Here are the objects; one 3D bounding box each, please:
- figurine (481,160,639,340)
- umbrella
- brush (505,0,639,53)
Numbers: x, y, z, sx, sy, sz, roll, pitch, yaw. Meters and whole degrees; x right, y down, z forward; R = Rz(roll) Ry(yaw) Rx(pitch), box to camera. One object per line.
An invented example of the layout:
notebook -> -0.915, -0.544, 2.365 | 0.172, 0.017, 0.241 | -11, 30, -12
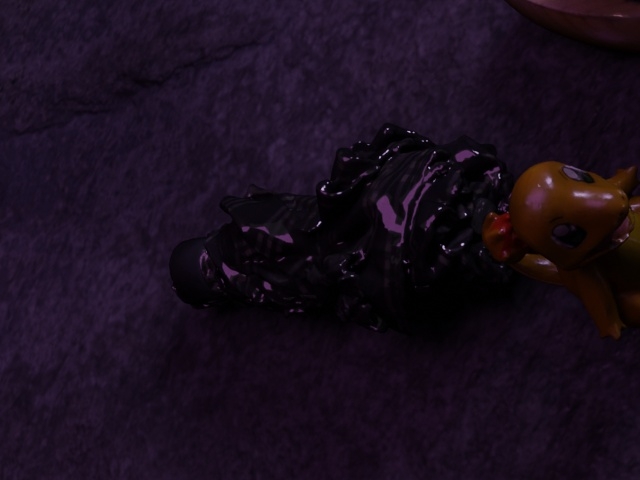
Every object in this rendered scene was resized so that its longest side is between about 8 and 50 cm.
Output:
figurine -> 0.159, -0.003, 1.231 | 0.122, 0.176, 0.121 | 2, 72, 27
umbrella -> 0.002, -0.012, 1.430 | 0.337, 0.128, 0.154 | 6, 79, 48
brush -> 0.203, -0.222, 1.299 | 0.267, 0.166, 0.174 | -15, 63, 41
